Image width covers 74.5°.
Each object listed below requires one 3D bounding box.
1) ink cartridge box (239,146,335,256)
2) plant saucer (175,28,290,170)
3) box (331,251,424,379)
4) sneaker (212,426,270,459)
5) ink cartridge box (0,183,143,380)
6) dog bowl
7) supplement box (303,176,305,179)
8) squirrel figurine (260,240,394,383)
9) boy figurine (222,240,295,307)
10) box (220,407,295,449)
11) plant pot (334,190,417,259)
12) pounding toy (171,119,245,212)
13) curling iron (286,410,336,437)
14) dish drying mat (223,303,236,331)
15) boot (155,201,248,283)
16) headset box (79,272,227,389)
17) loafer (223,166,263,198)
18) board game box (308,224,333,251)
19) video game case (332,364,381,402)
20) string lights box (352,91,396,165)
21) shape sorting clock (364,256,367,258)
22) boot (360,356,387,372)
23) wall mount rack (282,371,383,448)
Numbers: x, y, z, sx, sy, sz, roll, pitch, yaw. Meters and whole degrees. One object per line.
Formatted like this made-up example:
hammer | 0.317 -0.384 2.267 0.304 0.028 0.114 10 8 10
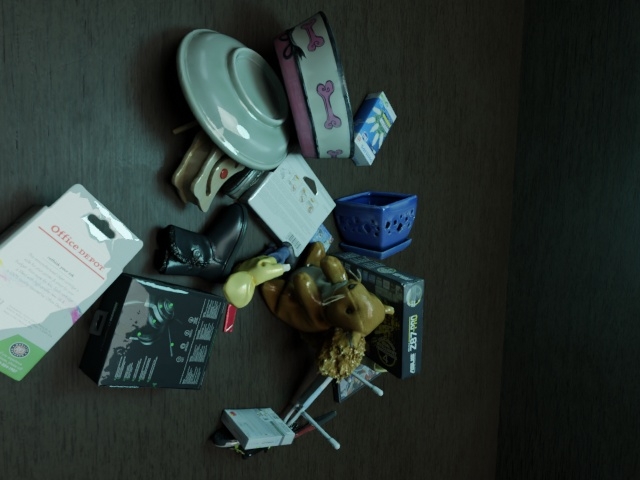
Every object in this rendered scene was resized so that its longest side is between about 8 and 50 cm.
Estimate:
ink cartridge box | -0.096 -0.122 1.360 0.239 0.060 0.275 -54 129 -21
plant saucer | -0.188 -0.386 1.114 0.400 0.100 0.400 35 44 -43
box | 0.178 0.234 1.424 0.097 0.395 0.318 -7 106 -30
sneaker | -0.231 0.634 1.301 0.234 0.084 0.097 19 82 -45
ink cartridge box | -0.572 0.069 0.863 0.353 0.119 0.207 -54 128 -26
dog bowl | -0.023 -0.423 1.219 0.150 0.408 0.408 -15 110 -1
supplement box | -0.084 -0.219 1.394 0.062 0.036 0.098 49 61 -36
squirrel figurine | 0.055 0.238 1.341 0.281 0.370 0.397 -31 119 -36
boy figurine | -0.174 0.092 1.222 0.285 0.177 0.092 -47 126 -56
box | -0.190 0.572 1.290 0.186 0.145 0.038 23 91 -46
plant pot | 0.207 -0.059 1.580 0.236 0.236 0.212 -20 115 -43
pounding toy | -0.311 -0.224 1.139 0.269 0.155 0.154 -63 161 -8
curling iron | -0.030 0.669 1.546 0.274 0.035 0.068 7 89 -46
dish drying mat | -0.272 0.235 1.270 0.032 0.008 0.083 14 84 -45
boot | -0.317 -0.010 1.134 0.207 0.094 0.246 22 84 -49
headset box | -0.411 0.224 1.038 0.283 0.131 0.246 22 79 -45
loafer | -0.188 -0.221 1.251 0.084 0.096 0.267 50 58 -43
board game box | 0.000 0.000 1.517 0.090 0.020 0.090 51 61 -36
video game case | 0.148 0.483 1.710 0.275 0.035 0.248 -17 107 -44
string lights box | 0.187 -0.429 1.623 0.133 0.077 0.260 47 62 -40
shape sorting clock | 0.122 0.147 1.642 0.206 0.040 0.206 -8 102 -39
boot | 0.216 0.415 1.600 0.262 0.203 0.095 -4 98 -43
wall mount rack | 0.041 0.524 1.396 0.130 0.304 0.350 45 72 -2
